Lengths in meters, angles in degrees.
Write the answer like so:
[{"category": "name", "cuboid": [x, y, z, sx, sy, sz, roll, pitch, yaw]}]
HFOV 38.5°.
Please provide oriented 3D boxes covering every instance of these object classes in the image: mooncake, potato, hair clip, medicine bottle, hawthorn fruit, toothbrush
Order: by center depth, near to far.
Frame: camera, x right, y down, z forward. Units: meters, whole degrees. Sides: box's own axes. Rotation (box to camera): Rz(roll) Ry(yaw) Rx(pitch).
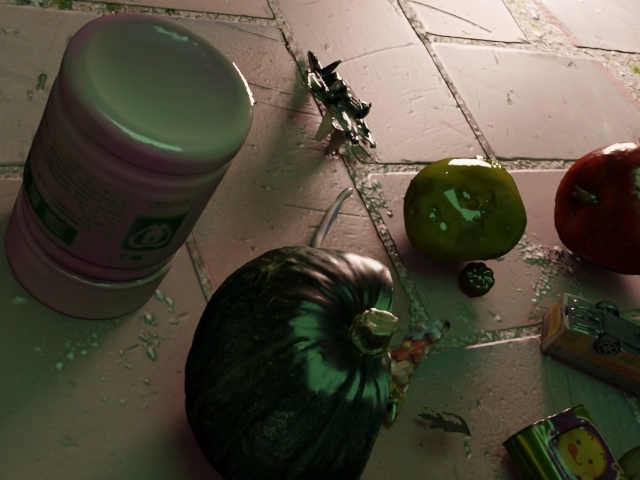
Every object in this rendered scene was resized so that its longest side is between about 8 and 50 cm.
[{"category": "medicine bottle", "cuboid": [-0.230, -0.076, 1.054, 0.212, 0.325, 0.212, 17, 49, -20]}, {"category": "hair clip", "cuboid": [0.122, 0.166, 1.275, 0.056, 0.062, 0.214, 59, 44, -23]}, {"category": "mooncake", "cuboid": [0.203, 0.156, 1.342, 0.150, 0.057, 0.346, 9, 43, -10]}, {"category": "toothbrush", "cuboid": [0.000, 0.000, 1.356, 0.027, 0.021, 0.269, 38, 43, -8]}, {"category": "potato", "cuboid": [0.231, -0.050, 1.445, 0.186, 0.148, 0.253, 27, 34, 18]}, {"category": "hawthorn fruit", "cuboid": [0.539, -0.054, 1.595, 0.262, 0.258, 0.258, -5, 54, -2]}]

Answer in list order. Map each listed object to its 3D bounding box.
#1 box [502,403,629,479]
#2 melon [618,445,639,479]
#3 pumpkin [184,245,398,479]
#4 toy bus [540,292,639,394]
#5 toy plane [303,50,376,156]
[{"category": "box", "cuboid": [0.384, 0.400, 1.221, 0.134, 0.097, 0.345, -14, 63, -30]}, {"category": "melon", "cuboid": [0.481, 0.345, 1.327, 0.131, 0.098, 0.098, -4, 57, -28]}, {"category": "pumpkin", "cuboid": [-0.047, 0.143, 1.040, 0.197, 0.263, 0.293, 16, 45, -16]}, {"category": "toy bus", "cuboid": [0.483, 0.178, 1.458, 0.268, 0.106, 0.092, 24, 46, -11]}, {"category": "toy plane", "cuboid": [0.023, -0.250, 1.529, 0.192, 0.088, 0.262, 36, 33, -43]}]
